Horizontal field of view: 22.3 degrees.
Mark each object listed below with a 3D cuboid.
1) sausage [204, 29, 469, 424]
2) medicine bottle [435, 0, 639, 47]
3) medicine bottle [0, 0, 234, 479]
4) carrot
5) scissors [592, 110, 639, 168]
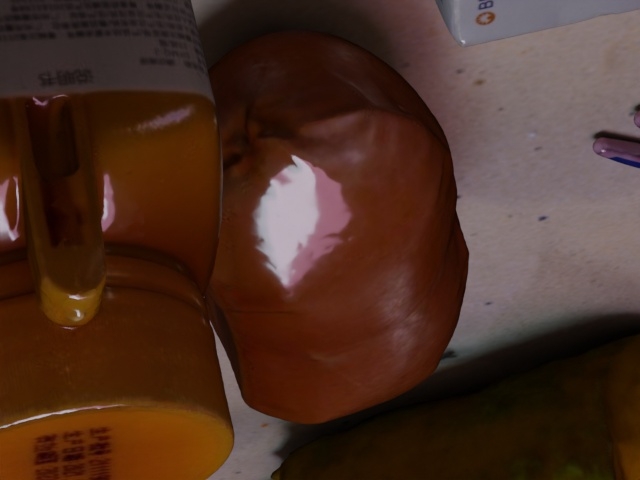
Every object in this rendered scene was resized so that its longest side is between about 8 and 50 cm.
[{"bbox_3d":[0.002,-0.001,0.744,0.133,0.133,0.258,-13,149,-1],"label":"sausage"},{"bbox_3d":[0.121,-0.153,0.583,0.171,0.052,0.201,-13,154,-1],"label":"medicine bottle"},{"bbox_3d":[-0.097,-0.025,0.539,0.112,0.222,0.149,-5,152,-16],"label":"medicine bottle"},{"bbox_3d":[0.120,0.213,1.089,0.340,0.241,0.241,-18,153,10],"label":"carrot"},{"bbox_3d":[0.192,-0.047,0.863,0.113,0.012,0.039,12,143,-41],"label":"scissors"}]
